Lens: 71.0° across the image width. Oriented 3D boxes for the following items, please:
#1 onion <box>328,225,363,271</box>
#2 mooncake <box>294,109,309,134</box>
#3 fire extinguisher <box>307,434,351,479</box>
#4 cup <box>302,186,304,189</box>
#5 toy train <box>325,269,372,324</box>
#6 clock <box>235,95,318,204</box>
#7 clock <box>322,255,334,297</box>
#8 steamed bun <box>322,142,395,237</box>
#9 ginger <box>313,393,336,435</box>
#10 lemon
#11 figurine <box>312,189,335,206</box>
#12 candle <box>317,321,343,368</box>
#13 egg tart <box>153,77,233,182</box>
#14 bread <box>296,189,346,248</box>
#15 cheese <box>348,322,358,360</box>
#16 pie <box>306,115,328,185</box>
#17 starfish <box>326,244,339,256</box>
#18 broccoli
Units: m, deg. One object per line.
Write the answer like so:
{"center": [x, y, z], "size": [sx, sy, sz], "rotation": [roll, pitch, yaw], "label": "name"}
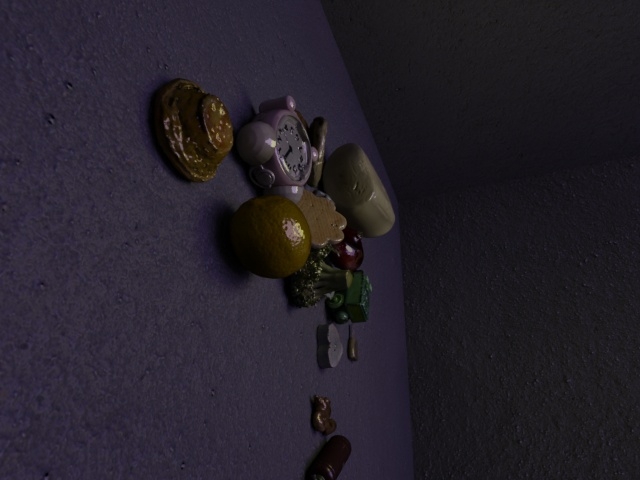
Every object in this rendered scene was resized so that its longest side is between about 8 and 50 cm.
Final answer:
{"center": [0.120, 0.011, 2.129], "size": [0.272, 0.195, 0.272], "rotation": [53, 15, -21], "label": "onion"}
{"center": [-0.121, -0.442, 1.865], "size": [0.235, 0.117, 0.235], "rotation": [-11, 90, -74], "label": "mooncake"}
{"center": [0.028, 0.853, 1.645], "size": [0.344, 0.102, 0.138], "rotation": [-9, 81, -71], "label": "fire extinguisher"}
{"center": [-0.110, -0.203, 1.857], "size": [0.104, 0.074, 0.116], "rotation": [-18, 94, -42], "label": "cup"}
{"center": [0.138, 0.274, 2.123], "size": [0.271, 0.188, 0.159], "rotation": [-79, 153, -50], "label": "toy train"}
{"center": [-0.153, -0.316, 1.619], "size": [0.342, 0.184, 0.326], "rotation": [57, 33, -35], "label": "clock"}
{"center": [0.004, 0.146, 2.003], "size": [0.236, 0.053, 0.236], "rotation": [-14, 90, -71], "label": "clock"}
{"center": [0.173, -0.246, 2.331], "size": [0.371, 0.290, 0.456], "rotation": [50, 21, -45], "label": "steamed bun"}
{"center": [0.021, 0.696, 1.778], "size": [0.214, 0.059, 0.133], "rotation": [52, 38, -50], "label": "ginger"}
{"center": [-0.149, -0.011, 1.366], "size": [0.267, 0.267, 0.267], "rotation": [-10, 90, -71], "label": "lemon"}
{"center": [-0.021, -0.100, 1.909], "size": [0.133, 0.176, 0.236], "rotation": [38, 35, -36], "label": "figurine"}
{"center": [0.043, 0.460, 1.943], "size": [0.168, 0.068, 0.192], "rotation": [43, 43, -55], "label": "candle"}
{"center": [-0.321, -0.301, 1.209], "size": [0.294, 0.123, 0.294], "rotation": [-9, 90, -69], "label": "egg tart"}
{"center": [-0.044, -0.087, 1.724], "size": [0.316, 0.316, 0.054], "rotation": [-75, -168, -50], "label": "bread"}
{"center": [0.167, 0.521, 2.313], "size": [0.097, 0.037, 0.192], "rotation": [52, 33, -56], "label": "cheese"}
{"center": [-0.022, -0.393, 1.996], "size": [0.339, 0.077, 0.339], "rotation": [-177, -90, -80], "label": "pie"}
{"center": [-0.001, 0.001, 1.968], "size": [0.223, 0.217, 0.050], "rotation": [-36, 159, -38], "label": "starfish"}
{"center": [0.008, 0.138, 1.730], "size": [0.247, 0.243, 0.263], "rotation": [40, 55, -59], "label": "broccoli"}
